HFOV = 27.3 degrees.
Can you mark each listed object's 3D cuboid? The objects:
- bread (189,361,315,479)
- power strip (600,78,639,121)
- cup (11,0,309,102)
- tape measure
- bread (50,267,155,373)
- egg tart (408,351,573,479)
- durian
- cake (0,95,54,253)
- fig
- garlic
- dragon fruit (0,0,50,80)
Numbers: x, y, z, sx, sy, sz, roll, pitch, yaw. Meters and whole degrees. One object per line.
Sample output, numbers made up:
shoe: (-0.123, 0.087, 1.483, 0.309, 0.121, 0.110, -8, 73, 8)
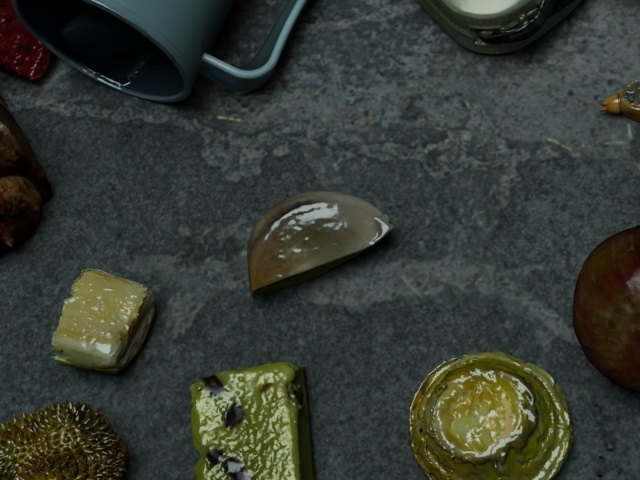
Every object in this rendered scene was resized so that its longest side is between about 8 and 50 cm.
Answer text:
bread: (-0.074, 0.315, 1.501, 0.138, 0.077, 0.361, -11, 64, 10)
power strip: (0.430, -0.179, 1.605, 0.178, 0.028, 0.049, -10, 65, 12)
cup: (-0.193, -0.375, 1.747, 0.331, 0.257, 0.311, 17, 71, 24)
tape measure: (0.256, -0.378, 1.690, 0.271, 0.133, 0.231, -38, 62, -6)
bread: (-0.272, 0.109, 1.653, 0.106, 0.082, 0.125, 18, 62, 12)
egg tart: (0.186, 0.205, 1.480, 0.191, 0.074, 0.191, -7, 66, 16)
durian: (-0.311, 0.271, 1.566, 0.168, 0.137, 0.158, -20, 82, -8)
cake: (-0.495, -0.108, 1.751, 0.196, 0.198, 0.293, -34, 63, -3)
fig: (0.370, 0.065, 1.434, 0.205, 0.205, 0.205, -6, 65, 14)
garlic: (-0.012, -0.009, 1.630, 0.196, 0.087, 0.101, -23, 76, 1)
dragon fruit: (-0.434, -0.335, 1.868, 0.092, 0.122, 0.192, 30, 104, 63)
